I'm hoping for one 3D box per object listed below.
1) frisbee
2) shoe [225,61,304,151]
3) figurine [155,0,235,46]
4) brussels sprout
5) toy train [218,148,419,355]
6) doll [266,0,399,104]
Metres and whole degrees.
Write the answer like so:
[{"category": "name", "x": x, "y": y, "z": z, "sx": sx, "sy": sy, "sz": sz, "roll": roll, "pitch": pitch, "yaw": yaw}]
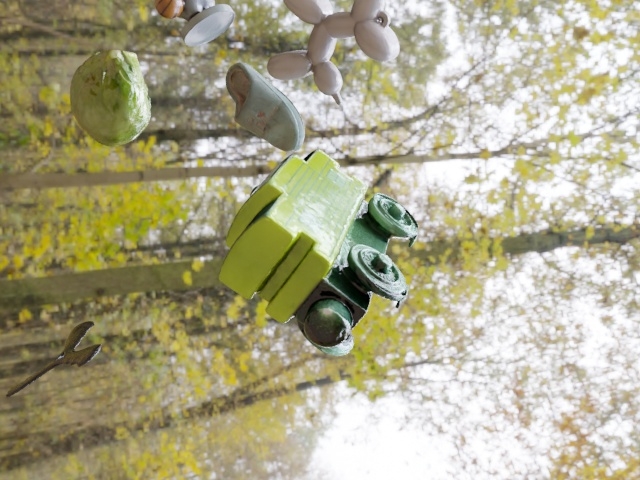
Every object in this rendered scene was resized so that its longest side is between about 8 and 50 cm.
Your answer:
[{"category": "frisbee", "x": -0.465, "y": 0.213, "z": 1.271, "sx": 0.012, "sy": 0.187, "sz": 0.211, "roll": 60, "pitch": -19, "yaw": -19}, {"category": "shoe", "x": -0.139, "y": -0.290, "z": 1.605, "sx": 0.251, "sy": 0.100, "sz": 0.103, "roll": 49, "pitch": -42, "yaw": 15}, {"category": "figurine", "x": -0.290, "y": -0.519, "z": 1.458, "sx": 0.133, "sy": 0.176, "sz": 0.236, "roll": -33, "pitch": -95, "yaw": 30}, {"category": "brussels sprout", "x": -0.474, "y": -0.322, "z": 1.661, "sx": 0.223, "sy": 0.161, "sz": 0.223, "roll": 20, "pitch": -64, "yaw": 48}, {"category": "toy train", "x": 0.000, "y": 0.000, "z": 1.174, "sx": 0.179, "sy": 0.272, "sz": 0.442, "roll": -52, "pitch": -176, "yaw": 24}, {"category": "doll", "x": 0.020, "y": -0.254, "z": 0.909, "sx": 0.160, "sy": 0.059, "sz": 0.160, "roll": 25, "pitch": -63, "yaw": 15}]
